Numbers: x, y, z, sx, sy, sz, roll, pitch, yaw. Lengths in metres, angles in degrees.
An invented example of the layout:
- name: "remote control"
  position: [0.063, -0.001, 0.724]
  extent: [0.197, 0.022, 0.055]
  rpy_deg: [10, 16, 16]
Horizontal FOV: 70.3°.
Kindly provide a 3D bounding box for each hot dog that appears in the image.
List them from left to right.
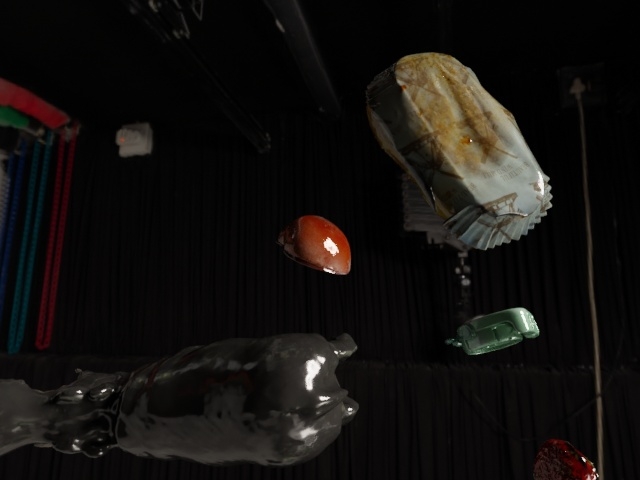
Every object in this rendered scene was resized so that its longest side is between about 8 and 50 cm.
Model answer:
- name: "hot dog"
  position: [0.163, -0.116, 0.555]
  extent: [0.162, 0.271, 0.082]
  rpy_deg: [-24, -20, -11]

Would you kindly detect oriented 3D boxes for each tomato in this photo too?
- name: "tomato"
  position: [0.000, 0.000, 1.156]
  extent: [0.199, 0.112, 0.228]
  rpy_deg: [18, 12, -25]

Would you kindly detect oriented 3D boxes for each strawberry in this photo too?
- name: "strawberry"
  position: [0.423, 0.403, 0.796]
  extent: [0.106, 0.106, 0.106]
  rpy_deg: [1, -12, 0]

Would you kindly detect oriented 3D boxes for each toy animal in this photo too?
- name: "toy animal"
  position: [-0.135, 0.151, 0.423]
  extent: [0.342, 0.107, 0.168]
  rpy_deg: [-8, -11, 8]

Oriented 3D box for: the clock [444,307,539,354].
- name: "clock"
  position: [0.371, 0.205, 0.993]
  extent: [0.188, 0.060, 0.148]
  rpy_deg: [-26, -27, 27]
